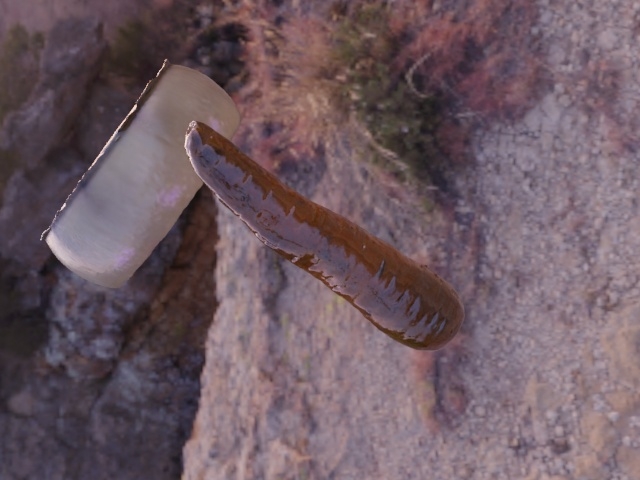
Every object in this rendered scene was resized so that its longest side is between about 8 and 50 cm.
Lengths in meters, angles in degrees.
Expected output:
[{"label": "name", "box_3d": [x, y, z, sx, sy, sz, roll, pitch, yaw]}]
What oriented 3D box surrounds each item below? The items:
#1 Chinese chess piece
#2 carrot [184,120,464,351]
[{"label": "Chinese chess piece", "box_3d": [-0.203, -0.075, 1.095, 0.270, 0.112, 0.270, -51, 11, 15]}, {"label": "carrot", "box_3d": [0.000, 0.000, 0.534, 0.047, 0.191, 0.047, -53, 11, 15]}]
